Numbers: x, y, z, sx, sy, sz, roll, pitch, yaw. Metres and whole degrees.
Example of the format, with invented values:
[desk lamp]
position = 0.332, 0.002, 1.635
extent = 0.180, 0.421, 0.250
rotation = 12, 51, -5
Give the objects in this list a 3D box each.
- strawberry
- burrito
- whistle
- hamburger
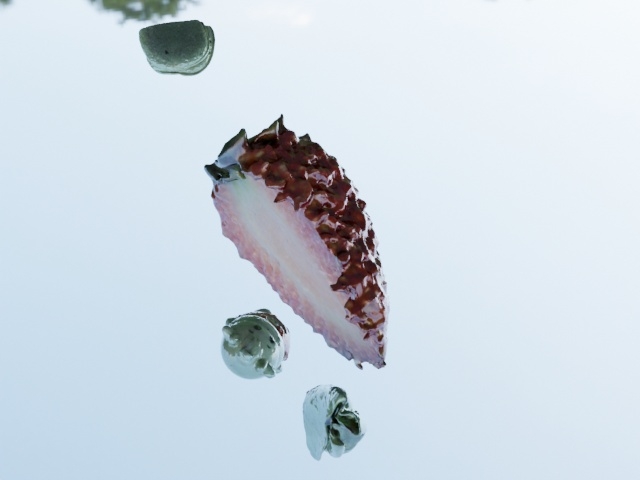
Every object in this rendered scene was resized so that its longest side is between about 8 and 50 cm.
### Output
[strawberry]
position = 0.000, 0.000, 1.128
extent = 0.137, 0.233, 0.306
rotation = -38, -88, -23
[burrito]
position = 0.014, 0.174, 0.917
extent = 0.044, 0.074, 0.118
rotation = -3, 172, -19
[whistle]
position = -0.098, 0.158, 1.469
extent = 0.105, 0.102, 0.253
rotation = -16, 178, 1
[hamburger]
position = -0.226, -0.305, 1.555
extent = 0.121, 0.054, 0.084
rotation = -12, -110, -6
